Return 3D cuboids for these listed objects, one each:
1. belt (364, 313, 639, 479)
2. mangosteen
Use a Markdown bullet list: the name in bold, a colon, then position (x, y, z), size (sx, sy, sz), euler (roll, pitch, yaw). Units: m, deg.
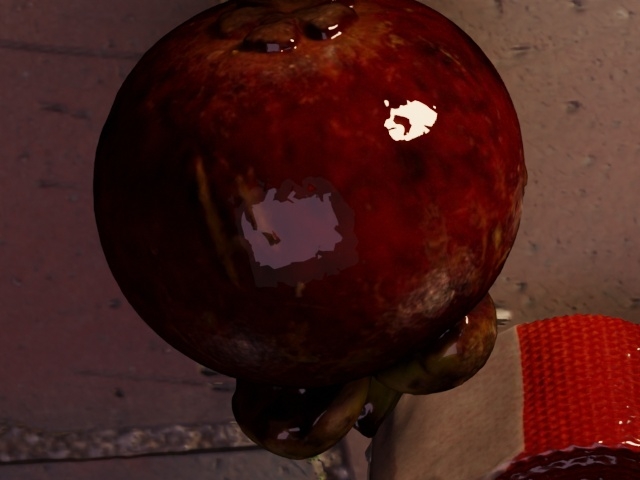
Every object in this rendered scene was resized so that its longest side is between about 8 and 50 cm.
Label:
- **belt**: position (0.112, 0.121, 0.866), size (0.201, 0.124, 0.128), euler (-28, 124, 26)
- **mangosteen**: position (0.000, 0.000, 0.792), size (0.215, 0.215, 0.257), euler (-2, 119, 13)
